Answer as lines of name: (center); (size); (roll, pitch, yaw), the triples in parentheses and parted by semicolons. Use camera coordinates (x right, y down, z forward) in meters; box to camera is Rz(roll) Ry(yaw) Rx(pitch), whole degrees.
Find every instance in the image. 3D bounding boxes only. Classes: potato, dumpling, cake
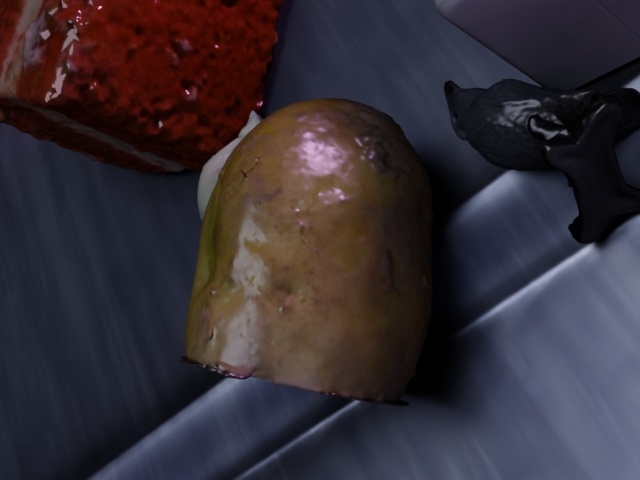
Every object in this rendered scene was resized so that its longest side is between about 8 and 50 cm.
potato: (0.000, 0.000, 0.931); (0.229, 0.229, 0.265); (2, 79, 45)
dumpling: (-0.070, -0.065, 1.075); (0.100, 0.169, 0.134); (10, 85, 24)
cake: (-0.248, -0.236, 1.223); (0.320, 0.270, 0.269); (3, 76, 46)

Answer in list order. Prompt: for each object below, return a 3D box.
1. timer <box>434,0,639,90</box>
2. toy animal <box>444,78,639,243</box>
timer: (0.206, -0.266, 0.844); (0.194, 0.192, 0.195); (-26, 58, 35)
toy animal: (0.187, -0.107, 0.878); (0.117, 0.121, 0.210); (-42, 40, 0)
